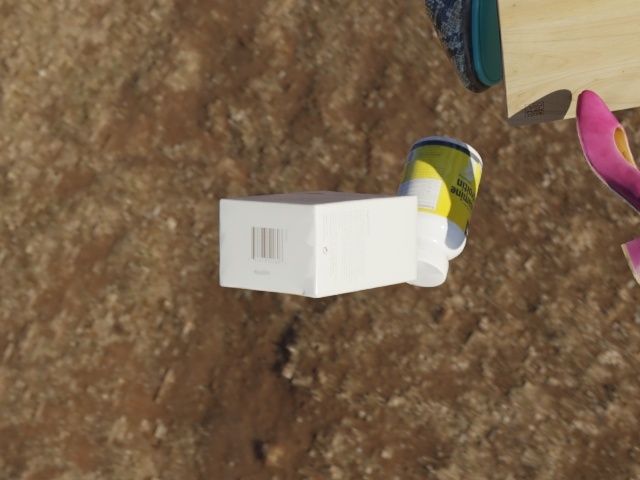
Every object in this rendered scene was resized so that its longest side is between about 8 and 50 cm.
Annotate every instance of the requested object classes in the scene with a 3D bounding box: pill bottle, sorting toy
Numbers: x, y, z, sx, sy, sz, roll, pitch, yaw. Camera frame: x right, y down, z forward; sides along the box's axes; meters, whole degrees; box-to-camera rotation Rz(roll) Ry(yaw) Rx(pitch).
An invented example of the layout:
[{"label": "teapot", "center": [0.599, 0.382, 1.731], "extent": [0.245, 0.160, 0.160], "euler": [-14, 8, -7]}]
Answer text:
[{"label": "pill bottle", "center": [0.146, -0.037, 1.751], "extent": [0.103, 0.103, 0.184], "euler": [-4, 57, 33]}, {"label": "sorting toy", "center": [0.326, -0.261, 1.504], "extent": [0.257, 0.255, 0.089], "euler": [-9, 54, 5]}]

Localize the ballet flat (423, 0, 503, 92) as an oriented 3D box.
[{"label": "ballet flat", "center": [0.206, -0.440, 1.775], "extent": [0.182, 0.164, 0.482], "euler": [14, 94, 33]}]

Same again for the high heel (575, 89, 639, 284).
[{"label": "high heel", "center": [0.360, -0.076, 1.456], "extent": [0.117, 0.082, 0.244], "euler": [-28, 59, 26]}]

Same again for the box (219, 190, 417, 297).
[{"label": "box", "center": [0.000, 0.000, 1.362], "extent": [0.130, 0.170, 0.091], "euler": [4, 97, 39]}]
